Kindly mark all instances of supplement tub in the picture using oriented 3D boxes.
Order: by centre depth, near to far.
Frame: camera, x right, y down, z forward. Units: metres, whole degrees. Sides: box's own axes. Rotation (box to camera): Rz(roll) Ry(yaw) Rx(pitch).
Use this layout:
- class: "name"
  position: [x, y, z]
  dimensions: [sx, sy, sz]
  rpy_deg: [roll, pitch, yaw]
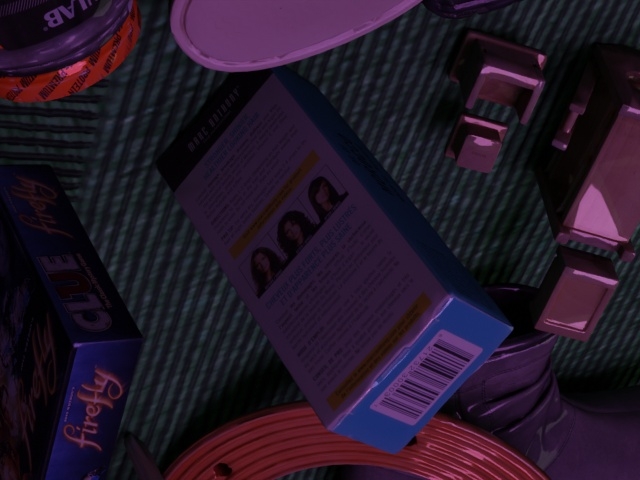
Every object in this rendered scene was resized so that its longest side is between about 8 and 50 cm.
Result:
- class: "supplement tub"
  position: [-0.156, -0.164, 0.727]
  dimensions: [0.117, 0.117, 0.190]
  rpy_deg: [-28, 137, -8]

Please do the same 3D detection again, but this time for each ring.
- class: "ring"
  position: [0.032, 0.238, 1.165]
  dimensions: [0.337, 0.032, 0.336]
  rpy_deg: [3, 128, 4]

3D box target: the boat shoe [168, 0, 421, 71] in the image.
- class: "boat shoe"
  position: [0.052, -0.218, 0.838]
  dimensions: [0.335, 0.095, 0.112]
  rpy_deg: [-38, 126, 9]

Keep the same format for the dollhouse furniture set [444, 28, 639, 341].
- class: "dollhouse furniture set"
  position: [0.140, -0.048, 1.059]
  dimensions: [0.161, 0.101, 0.182]
  rpy_deg: [15, 121, -12]

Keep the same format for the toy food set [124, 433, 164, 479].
- class: "toy food set"
  position: [-0.185, 0.312, 1.054]
  dimensions: [0.306, 0.220, 0.092]
  rpy_deg: [-47, 136, 13]

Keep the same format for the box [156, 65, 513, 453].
- class: "box"
  position: [0.000, 0.000, 0.874]
  dimensions: [0.100, 0.244, 0.060]
  rpy_deg: [-49, 136, 14]

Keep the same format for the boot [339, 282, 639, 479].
- class: "boot"
  position: [0.170, 0.127, 1.186]
  dimensions: [0.338, 0.118, 0.222]
  rpy_deg: [-14, 132, -20]

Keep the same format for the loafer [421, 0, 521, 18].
- class: "loafer"
  position: [0.155, -0.201, 0.917]
  dimensions: [0.223, 0.076, 0.078]
  rpy_deg: [-21, 143, -9]

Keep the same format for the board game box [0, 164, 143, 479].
- class: "board game box"
  position: [-0.176, 0.100, 0.914]
  dimensions: [0.042, 0.165, 0.243]
  rpy_deg: [-3, 128, -30]
